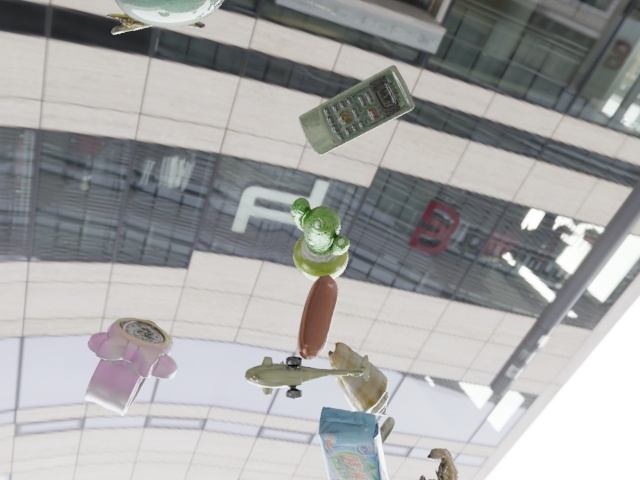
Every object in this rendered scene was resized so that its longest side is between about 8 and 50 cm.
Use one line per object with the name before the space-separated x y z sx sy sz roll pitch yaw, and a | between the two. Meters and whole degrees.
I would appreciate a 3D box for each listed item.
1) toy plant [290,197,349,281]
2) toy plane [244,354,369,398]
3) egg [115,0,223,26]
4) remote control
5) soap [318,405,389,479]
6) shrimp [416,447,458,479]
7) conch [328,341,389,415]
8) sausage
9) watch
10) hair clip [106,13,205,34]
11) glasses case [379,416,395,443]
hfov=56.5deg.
toy plant | 0.000 0.000 1.917 0.224 0.315 0.184 38 -111 22
toy plane | -0.028 0.302 1.353 0.287 0.091 0.108 -2 180 -4
egg | -0.302 -0.519 1.198 0.237 0.169 0.169 -8 -144 1
remote control | 0.086 -0.322 1.495 0.123 0.286 0.038 63 -161 -12
soap | 0.087 0.556 1.515 0.156 0.293 0.077 -2 -150 18
shrimp | 0.301 0.631 1.601 0.251 0.052 0.143 26 -120 -48
conch | 0.126 0.422 1.777 0.158 0.127 0.255 -46 -74 -31
sausage | -0.007 0.171 1.327 0.077 0.193 0.077 15 169 3
watch | -0.464 0.319 1.437 0.211 0.217 0.248 25 -170 -7
hair clip | -0.367 -0.499 1.335 0.214 0.056 0.062 -11 -151 -18
glasses case | 0.173 0.509 1.592 0.021 0.083 0.032 24 -166 -25
